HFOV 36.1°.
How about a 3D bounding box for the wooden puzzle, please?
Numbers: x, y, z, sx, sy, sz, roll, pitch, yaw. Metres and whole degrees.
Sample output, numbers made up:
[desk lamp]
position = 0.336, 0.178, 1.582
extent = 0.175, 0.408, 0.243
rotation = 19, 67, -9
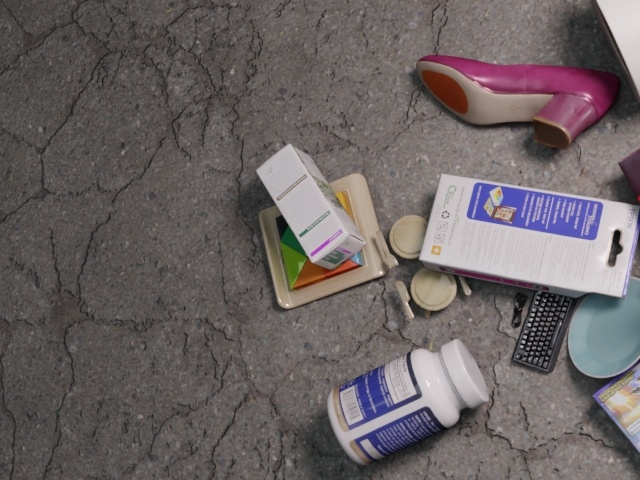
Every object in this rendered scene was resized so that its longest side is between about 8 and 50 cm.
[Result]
[wooden puzzle]
position = 0.000, 0.000, 1.963
extent = 0.238, 0.044, 0.221
rotation = -20, 71, 18

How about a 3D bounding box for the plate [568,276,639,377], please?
[plate]
position = 0.504, 0.150, 1.683
extent = 0.188, 0.024, 0.188
rotation = -40, 35, 36

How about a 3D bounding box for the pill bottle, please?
[pill bottle]
position = 0.158, 0.287, 1.770
extent = 0.264, 0.153, 0.153
rotation = -27, 69, 15

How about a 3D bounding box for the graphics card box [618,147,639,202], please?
[graphics card box]
position = 0.669, -0.039, 1.597
extent = 0.233, 0.094, 0.371
rotation = -34, 55, 25

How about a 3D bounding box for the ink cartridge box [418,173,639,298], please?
[ink cartridge box]
position = 0.376, -0.005, 1.772
extent = 0.371, 0.069, 0.176
rotation = 10, 74, 22

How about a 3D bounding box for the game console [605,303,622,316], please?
[game console]
position = 0.545, 0.141, 1.667
extent = 0.122, 0.071, 0.107
rotation = -40, 64, 28

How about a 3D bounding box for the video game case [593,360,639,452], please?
[video game case]
position = 0.635, 0.270, 1.620
extent = 0.269, 0.061, 0.244
rotation = -41, 66, 10

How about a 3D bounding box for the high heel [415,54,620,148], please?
[high heel]
position = 0.367, -0.299, 1.864
extent = 0.377, 0.127, 0.181
rotation = 32, 63, 30

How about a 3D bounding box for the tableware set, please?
[tableware set]
position = 0.197, 0.044, 1.872
extent = 0.128, 0.039, 0.194
rotation = -24, 73, 8

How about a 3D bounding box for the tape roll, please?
[tape roll]
position = 0.581, -0.377, 1.689
extent = 0.169, 0.246, 0.246
rotation = -26, 70, 16

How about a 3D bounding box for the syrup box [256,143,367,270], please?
[syrup box]
position = -0.018, -0.064, 1.912
extent = 0.096, 0.093, 0.237
rotation = -38, 65, 15

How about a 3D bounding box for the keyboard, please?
[keyboard]
position = 0.394, 0.138, 1.776
extent = 0.108, 0.023, 0.180
rotation = 18, 85, 26
